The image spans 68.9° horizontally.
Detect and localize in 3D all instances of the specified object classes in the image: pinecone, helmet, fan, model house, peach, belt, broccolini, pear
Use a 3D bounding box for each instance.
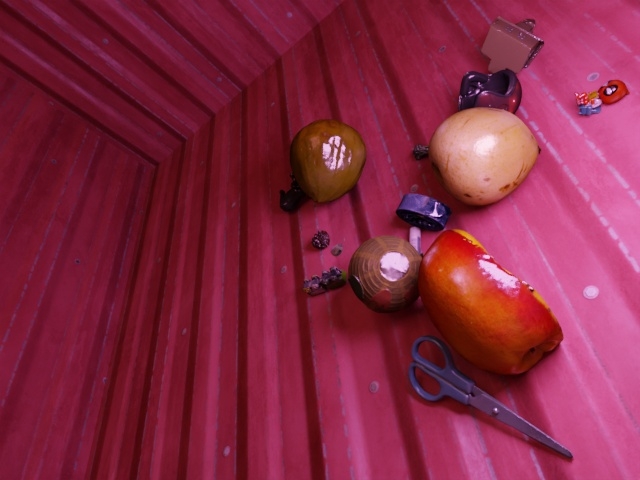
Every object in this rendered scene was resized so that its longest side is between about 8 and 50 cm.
[{"bbox_3d":[0.000,0.000,1.908,0.083,0.077,0.077,-31,43,31],"label":"pinecone"},{"bbox_3d":[0.576,-0.483,1.594,0.216,0.193,0.189,-37,34,25],"label":"helmet"},{"bbox_3d":[0.076,0.032,1.863,0.080,0.003,0.060,-38,41,18],"label":"fan"},{"bbox_3d":[0.715,-0.727,1.698,0.181,0.176,0.248,38,64,14],"label":"model house"},{"bbox_3d":[0.397,0.157,1.213,0.242,0.306,0.380,-38,45,7],"label":"peach"},{"bbox_3d":[0.346,-0.091,1.572,0.190,0.141,0.082,16,75,47],"label":"belt"},{"bbox_3d":[0.439,-0.340,1.735,0.216,0.058,0.067,4,62,46],"label":"broccolini"},{"bbox_3d":[0.491,-0.262,1.433,0.309,0.309,0.309,-26,45,30],"label":"pear"}]

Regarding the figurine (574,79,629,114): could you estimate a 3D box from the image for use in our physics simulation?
[{"bbox_3d":[0.836,-0.426,1.387,0.140,0.075,0.068,-14,50,26],"label":"figurine"}]

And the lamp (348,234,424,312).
[{"bbox_3d":[0.204,0.112,1.500,0.284,0.250,0.250,112,-178,-74],"label":"lamp"}]

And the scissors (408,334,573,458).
[{"bbox_3d":[0.407,0.403,1.175,0.447,0.029,0.192,26,118,42],"label":"scissors"}]

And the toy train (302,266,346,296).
[{"bbox_3d":[0.014,0.158,1.772,0.202,0.081,0.060,-28,43,39],"label":"toy train"}]

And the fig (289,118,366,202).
[{"bbox_3d":[0.028,-0.324,1.949,0.343,0.343,0.343,-26,45,30],"label":"fig"}]

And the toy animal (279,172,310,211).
[{"bbox_3d":[-0.107,-0.231,2.181,0.245,0.115,0.146,-58,26,30],"label":"toy animal"}]

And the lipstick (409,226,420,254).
[{"bbox_3d":[0.322,0.021,1.592,0.040,0.040,0.141,-19,49,35],"label":"lipstick"}]
